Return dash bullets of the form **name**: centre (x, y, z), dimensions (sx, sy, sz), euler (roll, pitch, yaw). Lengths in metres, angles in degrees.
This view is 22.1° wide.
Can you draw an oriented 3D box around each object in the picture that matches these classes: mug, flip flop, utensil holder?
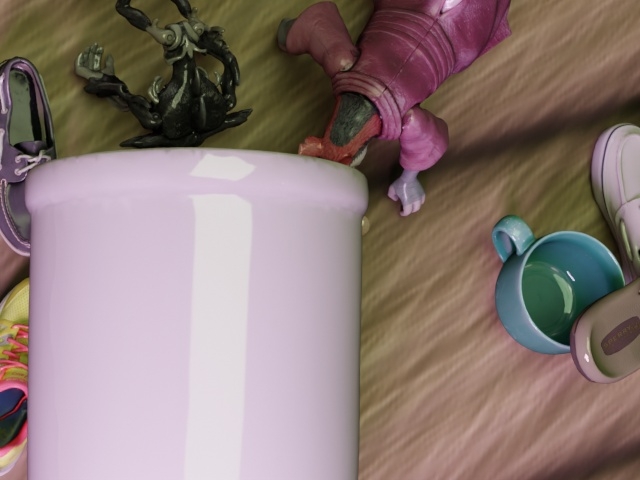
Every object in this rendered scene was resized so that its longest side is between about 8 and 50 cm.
- **mug**: centre (0.256, 0.048, 1.810), dimensions (0.129, 0.097, 0.158), euler (-7, 82, -18)
- **flip flop**: centre (0.380, 0.060, 1.760), dimensions (0.277, 0.080, 0.112), euler (-32, 97, -29)
- **utensil holder**: centre (-0.115, 0.130, 1.541), dimensions (0.327, 0.327, 0.385), euler (1, 83, -17)

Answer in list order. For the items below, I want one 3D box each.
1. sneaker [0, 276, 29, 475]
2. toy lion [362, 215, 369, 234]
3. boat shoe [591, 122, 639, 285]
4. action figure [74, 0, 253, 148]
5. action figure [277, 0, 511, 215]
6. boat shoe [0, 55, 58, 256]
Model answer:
- **sneaker**: centre (-0.295, 0.132, 1.624), dimensions (0.081, 0.094, 0.208), euler (15, 75, -13)
- **toy lion**: centre (0.000, 0.000, 1.776), dimensions (0.100, 0.034, 0.096), euler (36, 79, -8)
- **boat shoe**: centre (0.378, -0.008, 1.864), dimensions (0.096, 0.088, 0.267), euler (-4, 82, -18)
- **action figure**: centre (-0.160, -0.195, 1.708), dimensions (0.164, 0.141, 0.276), euler (-14, 111, -27)
- **action figure**: centre (0.105, -0.196, 1.729), dimensions (0.248, 0.275, 0.370), euler (40, 57, -13)
- **boat shoe**: centre (-0.305, -0.088, 1.675), dimensions (0.075, 0.065, 0.206), euler (-3, 81, -18)
